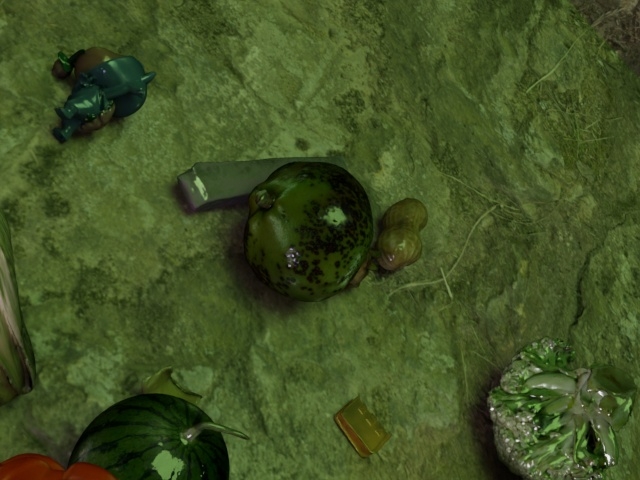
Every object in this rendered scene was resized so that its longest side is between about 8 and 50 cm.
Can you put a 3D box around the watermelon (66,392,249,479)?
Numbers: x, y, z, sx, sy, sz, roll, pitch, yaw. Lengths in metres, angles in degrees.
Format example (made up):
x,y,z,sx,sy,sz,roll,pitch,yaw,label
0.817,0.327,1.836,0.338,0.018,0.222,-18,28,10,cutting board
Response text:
x,y,z,sx,sy,sz,roll,pitch,yaw,label
-0.193,0.267,1.050,0.188,0.214,0.188,24,39,-21,watermelon

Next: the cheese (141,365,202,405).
x,y,z,sx,sy,sz,roll,pitch,yaw,label
-0.205,0.202,1.220,0.084,0.041,0.060,55,46,-19,cheese

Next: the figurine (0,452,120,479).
x,y,z,sx,sy,sz,roll,pitch,yaw,label
-0.318,0.360,0.747,0.306,0.411,0.241,14,32,-48,figurine

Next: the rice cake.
x,y,z,sx,sy,sz,roll,pitch,yaw,label
-0.090,-0.102,1.531,0.365,0.056,0.072,-11,74,-46,rice cake

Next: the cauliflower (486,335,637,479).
x,y,z,sx,sy,sz,roll,pitch,yaw,label
0.422,0.303,1.551,0.275,0.250,0.272,53,39,9,cauliflower

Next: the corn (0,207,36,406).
x,y,z,sx,sy,sz,roll,pitch,yaw,label
-0.383,0.067,0.991,0.123,0.305,0.122,0,44,-7,corn

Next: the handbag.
x,y,z,sx,sy,sz,roll,pitch,yaw,label
0.065,0.288,1.409,0.083,0.027,0.061,53,42,4,handbag

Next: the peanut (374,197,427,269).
x,y,z,sx,sy,sz,roll,pitch,yaw,label
0.153,-0.014,1.667,0.089,0.089,0.192,38,43,-15,peanut

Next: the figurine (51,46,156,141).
x,y,z,sx,sy,sz,roll,pitch,yaw,label
-0.346,-0.233,1.369,0.144,0.114,0.178,44,50,-6,figurine

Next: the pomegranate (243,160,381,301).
x,y,z,sx,sy,sz,roll,pitch,yaw,label
-0.015,-0.001,1.454,0.204,0.276,0.221,14,71,12,pomegranate
